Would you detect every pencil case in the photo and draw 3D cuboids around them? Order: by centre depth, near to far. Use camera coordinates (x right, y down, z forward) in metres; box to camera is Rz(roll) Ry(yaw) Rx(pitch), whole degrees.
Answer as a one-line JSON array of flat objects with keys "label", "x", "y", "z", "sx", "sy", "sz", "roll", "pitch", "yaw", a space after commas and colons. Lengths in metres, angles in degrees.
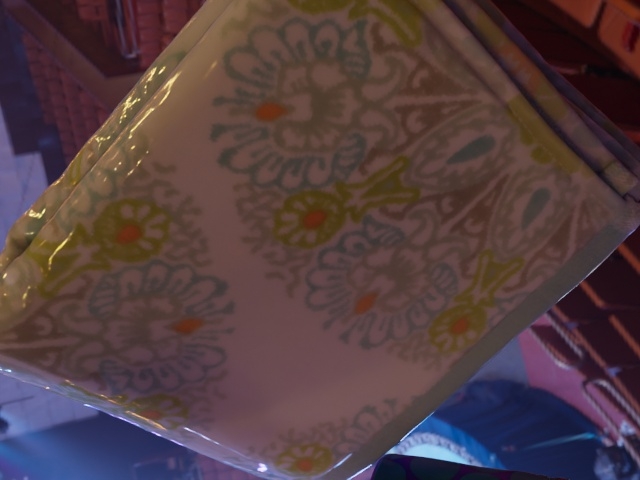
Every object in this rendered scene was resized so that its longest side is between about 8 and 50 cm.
[{"label": "pencil case", "x": 0.115, "y": 0.205, "z": 0.635, "sx": 0.064, "sy": 0.151, "sz": 0.070, "roll": 63, "pitch": -145, "yaw": -51}]

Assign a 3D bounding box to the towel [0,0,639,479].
[{"label": "towel", "x": 0.000, "y": 0.000, "z": 0.553, "sx": 0.320, "sy": 0.374, "sz": 0.090, "roll": 35, "pitch": -162, "yaw": -32}]
